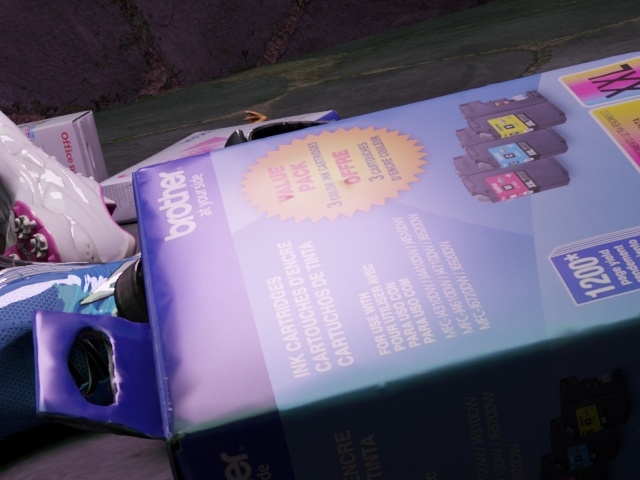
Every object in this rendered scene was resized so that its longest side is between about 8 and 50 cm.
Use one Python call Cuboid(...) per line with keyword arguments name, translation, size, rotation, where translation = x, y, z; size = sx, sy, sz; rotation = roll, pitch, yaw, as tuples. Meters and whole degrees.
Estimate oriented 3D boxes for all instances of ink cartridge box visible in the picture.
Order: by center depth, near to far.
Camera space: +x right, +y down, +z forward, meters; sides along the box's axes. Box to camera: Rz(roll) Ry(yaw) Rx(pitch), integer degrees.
Cuboid(name="ink cartridge box", translation=(0.048, 0.048, 0.754), size=(0.396, 0.151, 0.270), rotation=(-15, 32, -4))
Cuboid(name="ink cartridge box", translation=(-0.097, -0.114, 1.920), size=(0.330, 0.071, 0.324), rotation=(-9, 13, 23))
Cuboid(name="ink cartridge box", translation=(-0.436, -0.119, 2.138), size=(0.176, 0.128, 0.127), rotation=(-10, 13, 8))

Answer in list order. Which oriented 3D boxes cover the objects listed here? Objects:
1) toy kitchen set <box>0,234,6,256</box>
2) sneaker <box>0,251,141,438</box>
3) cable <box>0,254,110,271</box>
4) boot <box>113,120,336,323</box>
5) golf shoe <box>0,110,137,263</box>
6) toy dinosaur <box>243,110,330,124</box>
Cuboid(name="toy kitchen set", translation=(-0.387, -0.003, 1.710), size=(0.207, 0.122, 0.166), rotation=(25, 36, 38))
Cuboid(name="sneaker", translation=(-0.155, 0.067, 1.071), size=(0.330, 0.129, 0.147), rotation=(-23, 14, -37))
Cuboid(name="cable", translation=(-0.330, 0.045, 1.346), size=(0.287, 0.072, 0.139), rotation=(20, -42, -30))
Cuboid(name="boot", translation=(0.000, 0.000, 0.974), size=(0.263, 0.091, 0.229), rotation=(2, -32, -40))
Cuboid(name="golf shoe", translation=(-0.322, -0.050, 1.574), size=(0.140, 0.115, 0.306), rotation=(-8, 49, -38))
Cuboid(name="toy dinosaur", translation=(-0.079, -0.166, 2.176), size=(0.212, 0.064, 0.112), rotation=(-21, 30, 6))
